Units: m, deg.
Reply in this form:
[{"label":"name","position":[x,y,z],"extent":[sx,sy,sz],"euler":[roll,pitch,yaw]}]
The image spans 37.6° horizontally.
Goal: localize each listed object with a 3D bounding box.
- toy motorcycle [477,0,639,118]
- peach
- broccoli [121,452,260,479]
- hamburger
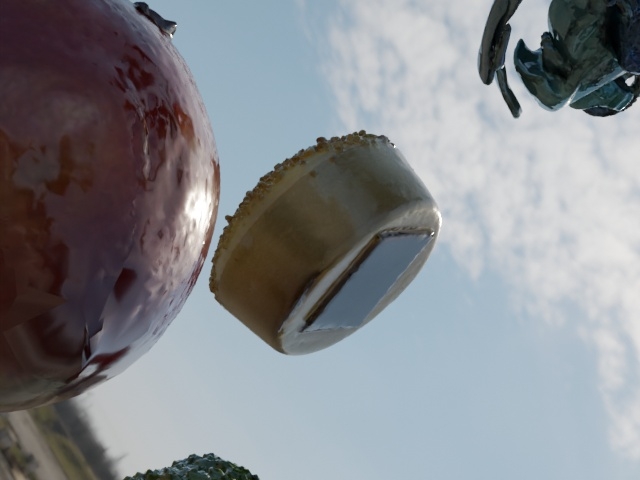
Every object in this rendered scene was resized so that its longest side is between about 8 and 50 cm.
[{"label":"toy motorcycle","position":[0.270,-0.227,0.957],"extent":[0.260,0.206,0.154],"euler":[99,-20,-46]},{"label":"peach","position":[-0.187,-0.040,0.601],"extent":[0.281,0.281,0.338],"euler":[64,14,-13]},{"label":"broccoli","position":[-0.115,0.329,0.781],"extent":[0.254,0.186,0.302],"euler":[161,-74,-75]},{"label":"hamburger","position":[0.000,0.000,1.113],"extent":[0.170,0.302,0.302],"euler":[48,-22,24]}]
